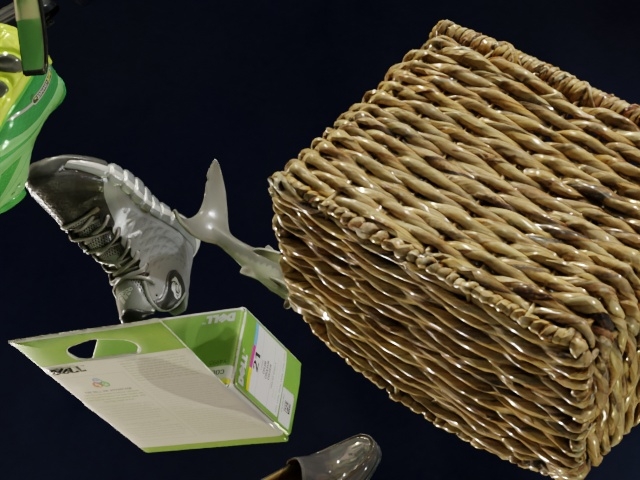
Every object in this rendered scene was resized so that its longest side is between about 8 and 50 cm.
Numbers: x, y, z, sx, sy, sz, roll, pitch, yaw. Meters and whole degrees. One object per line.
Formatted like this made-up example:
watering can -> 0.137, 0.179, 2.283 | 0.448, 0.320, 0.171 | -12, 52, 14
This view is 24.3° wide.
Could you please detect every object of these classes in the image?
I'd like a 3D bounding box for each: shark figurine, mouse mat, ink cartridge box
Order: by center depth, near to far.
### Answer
mouse mat -> -0.205, -0.207, 1.018 | 0.152, 0.007, 0.189 | -161, -114, -72
shark figurine -> -0.008, 0.008, 1.435 | 0.278, 0.116, 0.166 | 14, -36, 48
ink cartridge box -> -0.162, 0.118, 1.529 | 0.189, 0.255, 0.097 | -9, -127, 27

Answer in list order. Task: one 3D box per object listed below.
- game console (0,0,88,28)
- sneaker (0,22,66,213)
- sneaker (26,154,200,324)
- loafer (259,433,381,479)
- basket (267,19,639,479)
game console -> -0.299, -0.243, 1.583 | 0.361, 0.213, 0.044 | -31, -80, -6
sneaker -> -0.297, -0.029, 1.181 | 0.109, 0.123, 0.295 | 39, -86, 30
sneaker -> -0.197, 0.012, 1.453 | 0.086, 0.229, 0.132 | -20, -123, 31
loafer -> -0.012, 0.243, 1.499 | 0.062, 0.170, 0.061 | 32, -31, 47
basket -> 0.144, 0.014, 1.134 | 0.299, 0.223, 0.213 | 29, -32, 30
